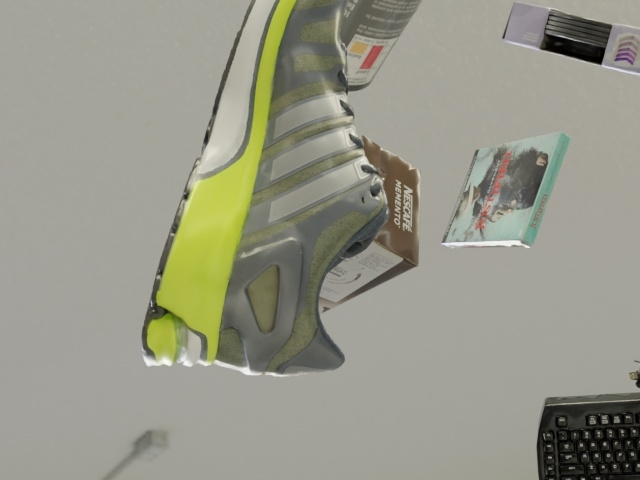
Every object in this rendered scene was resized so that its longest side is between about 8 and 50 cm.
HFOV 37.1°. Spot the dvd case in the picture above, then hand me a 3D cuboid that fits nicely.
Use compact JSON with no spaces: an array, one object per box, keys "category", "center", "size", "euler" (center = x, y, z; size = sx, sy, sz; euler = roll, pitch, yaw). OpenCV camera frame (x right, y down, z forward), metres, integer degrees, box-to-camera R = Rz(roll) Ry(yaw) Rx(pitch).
[{"category":"dvd case","center":[0.139,-0.035,0.730],"size":[0.013,0.087,0.119],"euler":[24,-9,-18]}]

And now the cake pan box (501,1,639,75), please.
[{"category":"cake pan box","center":[0.437,-0.281,1.400],"size":[0.267,0.245,0.070],"euler":[0,-72,-42]}]

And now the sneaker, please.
[{"category":"sneaker","center":[-0.013,-0.051,0.591],"size":[0.121,0.300,0.111],"euler":[18,-16,-8]}]

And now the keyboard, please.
[{"category":"keyboard","center":[0.239,0.124,0.627],"size":[0.192,0.100,0.038],"euler":[-4,-5,5]}]

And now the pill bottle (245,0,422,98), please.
[{"category":"pill bottle","center":[0.013,-0.256,1.046],"size":[0.162,0.162,0.278],"euler":[9,-48,-31]}]

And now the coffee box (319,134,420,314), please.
[{"category":"coffee box","center":[0.000,0.000,1.382],"size":[0.119,0.168,0.297],"euler":[29,-40,-30]}]
